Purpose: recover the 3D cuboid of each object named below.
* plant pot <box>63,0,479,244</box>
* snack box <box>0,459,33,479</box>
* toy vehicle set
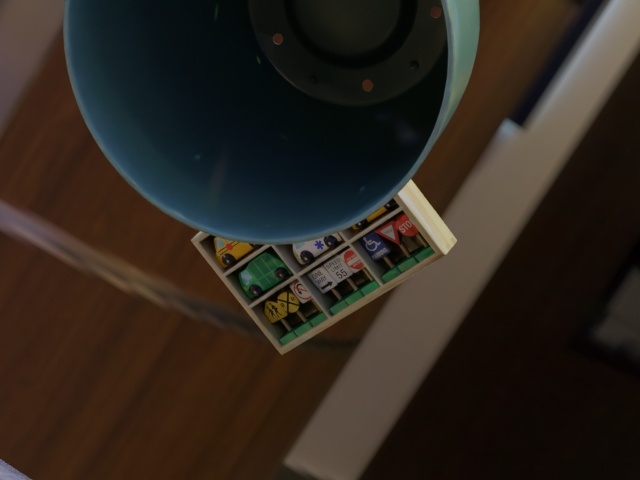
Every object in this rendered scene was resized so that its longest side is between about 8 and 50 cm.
[{"bbox_3d":[-0.012,-0.168,1.474,0.293,0.293,0.235,34,23,7],"label":"plant pot"},{"bbox_3d":[-0.334,0.202,1.531,0.187,0.060,0.322,27,4,32],"label":"snack box"},{"bbox_3d":[0.000,0.000,2.089,0.166,0.267,0.035,51,39,-6],"label":"toy vehicle set"}]
